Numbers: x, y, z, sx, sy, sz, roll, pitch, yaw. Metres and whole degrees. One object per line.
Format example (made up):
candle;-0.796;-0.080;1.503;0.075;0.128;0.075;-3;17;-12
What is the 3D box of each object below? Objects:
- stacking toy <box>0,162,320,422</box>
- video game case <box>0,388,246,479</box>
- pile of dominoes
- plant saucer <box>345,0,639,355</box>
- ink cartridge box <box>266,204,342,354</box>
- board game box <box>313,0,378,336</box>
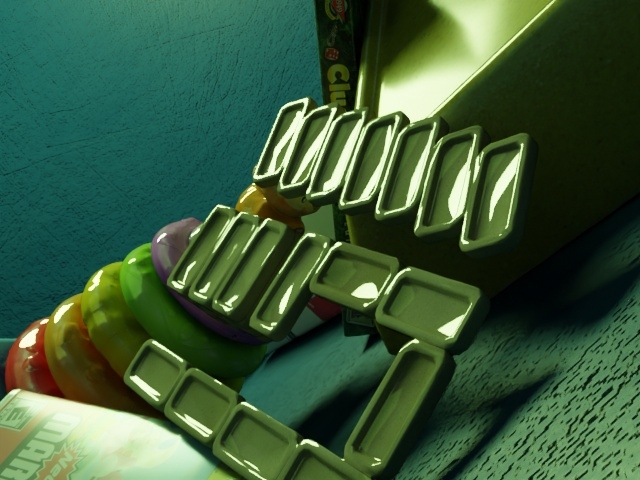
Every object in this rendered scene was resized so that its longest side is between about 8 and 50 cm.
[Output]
stacking toy;-0.087;0.047;0.730;0.302;0.166;0.175;-48;-27;20
video game case;-0.143;0.165;0.531;0.285;0.025;0.204;1;40;44
pile of dominoes;0.006;0.025;0.543;0.196;0.040;0.251;-58;33;-8
plant saucer;0.119;-0.148;0.609;0.333;0.081;0.333;-42;28;41
ink cartridge box;0.000;0.000;1.032;0.172;0.100;0.237;-47;5;-25
board game box;0.028;-0.077;0.768;0.030;0.260;0.136;-1;17;13
